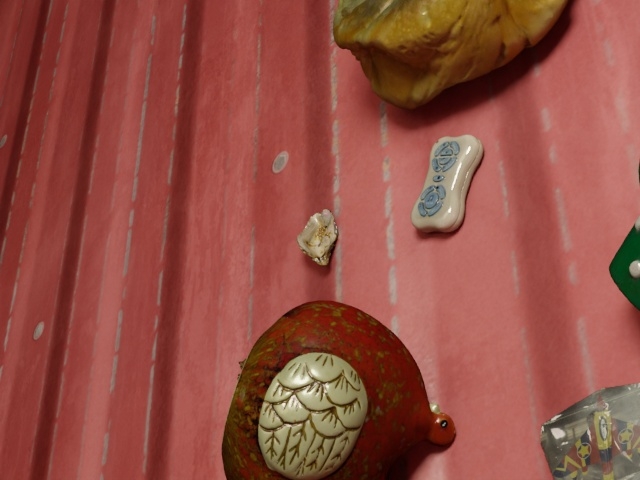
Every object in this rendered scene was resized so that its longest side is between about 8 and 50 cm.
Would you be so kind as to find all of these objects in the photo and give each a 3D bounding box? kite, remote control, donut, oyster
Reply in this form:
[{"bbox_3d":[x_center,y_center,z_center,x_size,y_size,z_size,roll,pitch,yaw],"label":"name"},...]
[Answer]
[{"bbox_3d":[0.258,0.238,0.935,0.141,0.015,0.245,-33,43,38],"label":"kite"},{"bbox_3d":[0.148,-0.068,1.269,0.074,0.032,0.122,-1,65,52],"label":"remote control"},{"bbox_3d":[0.162,-0.336,1.324,0.360,0.170,0.360,-32,40,32],"label":"donut"},{"bbox_3d":[-0.003,0.001,1.415,0.051,0.034,0.093,-9,47,31],"label":"oyster"}]

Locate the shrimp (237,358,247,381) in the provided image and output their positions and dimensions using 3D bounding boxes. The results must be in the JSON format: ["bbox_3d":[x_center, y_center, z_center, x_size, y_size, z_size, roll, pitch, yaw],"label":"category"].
[{"bbox_3d":[-0.049,0.194,1.338,0.184,0.043,0.091,24,79,49],"label":"shrimp"}]

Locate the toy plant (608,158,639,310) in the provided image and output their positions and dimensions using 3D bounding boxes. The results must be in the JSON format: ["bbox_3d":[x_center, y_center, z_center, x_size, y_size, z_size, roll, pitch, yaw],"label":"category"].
[{"bbox_3d":[0.354,-0.034,0.915,0.232,0.112,0.243,27,94,57],"label":"toy plant"}]

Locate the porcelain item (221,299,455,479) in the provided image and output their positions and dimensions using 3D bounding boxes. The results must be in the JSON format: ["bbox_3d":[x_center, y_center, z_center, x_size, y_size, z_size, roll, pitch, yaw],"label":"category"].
[{"bbox_3d":[0.025,0.193,1.128,0.253,0.253,0.253,-31,45,36],"label":"porcelain item"}]
